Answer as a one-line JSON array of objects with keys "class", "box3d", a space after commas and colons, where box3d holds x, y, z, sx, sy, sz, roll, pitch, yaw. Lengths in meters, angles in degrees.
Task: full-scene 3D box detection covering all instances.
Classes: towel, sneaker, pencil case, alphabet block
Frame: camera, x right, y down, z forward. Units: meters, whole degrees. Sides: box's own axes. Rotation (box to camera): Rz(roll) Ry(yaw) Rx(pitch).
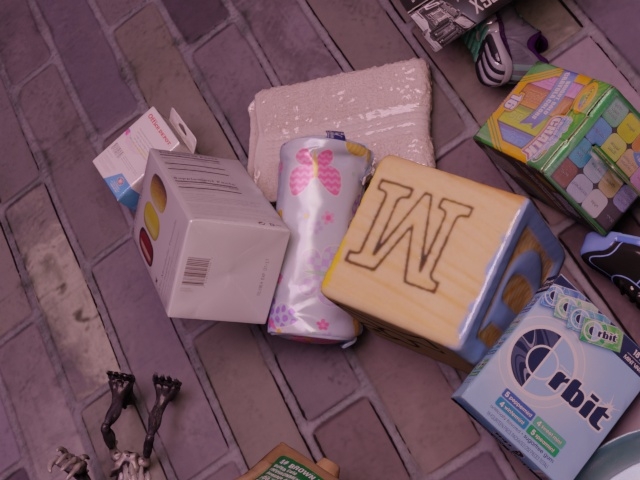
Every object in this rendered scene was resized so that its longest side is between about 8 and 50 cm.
[{"class": "towel", "box3d": [0.024, -0.149, 1.592, 0.282, 0.049, 0.187, -10, 66, 23]}, {"class": "sneaker", "box3d": [0.249, -0.283, 1.534, 0.098, 0.083, 0.224, 5, 50, -13]}, {"class": "pencil case", "box3d": [0.000, 0.000, 1.475, 0.113, 0.124, 0.273, 167, 109, -68]}, {"class": "sneaker", "box3d": [0.392, 0.063, 1.296, 0.232, 0.081, 0.090, 22, 76, 32]}, {"class": "alphabet block", "box3d": [0.150, 0.038, 1.367, 0.197, 0.192, 0.193, 21, 78, 31]}]

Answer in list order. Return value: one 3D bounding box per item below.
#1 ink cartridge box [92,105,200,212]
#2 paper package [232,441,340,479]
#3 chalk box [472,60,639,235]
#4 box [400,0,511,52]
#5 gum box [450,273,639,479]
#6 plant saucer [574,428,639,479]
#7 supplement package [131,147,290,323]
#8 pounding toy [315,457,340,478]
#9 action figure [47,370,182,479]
[{"class": "ink cartridge box", "box3d": [-0.244, -0.119, 1.691, 0.143, 0.090, 0.092, -40, 57, 6]}, {"class": "paper package", "box3d": [-0.001, 0.432, 1.196, 0.325, 0.168, 0.309, 30, 117, 24]}, {"class": "chalk box", "box3d": [0.306, -0.106, 1.332, 0.132, 0.132, 0.213, -50, 30, 0]}, {"class": "box", "box3d": [0.196, -0.411, 1.535, 0.242, 0.076, 0.307, -33, 36, 12]}, {"class": "gum box", "box3d": [0.263, 0.158, 1.272, 0.157, 0.041, 0.184, 43, 74, -3]}, {"class": "plant saucer", "box3d": [0.385, 0.354, 1.202, 0.317, 0.044, 0.317, -11, 64, 23]}, {"class": "supplement package", "box3d": [-0.151, -0.010, 1.496, 0.244, 0.134, 0.139, -128, 49, -58]}, {"class": "pounding toy", "box3d": [0.053, 0.377, 1.295, 0.269, 0.155, 0.154, 31, 85, 35]}, {"class": "action figure", "box3d": [-0.274, 0.308, 1.502, 0.164, 0.141, 0.276, 6, 70, 17]}]
